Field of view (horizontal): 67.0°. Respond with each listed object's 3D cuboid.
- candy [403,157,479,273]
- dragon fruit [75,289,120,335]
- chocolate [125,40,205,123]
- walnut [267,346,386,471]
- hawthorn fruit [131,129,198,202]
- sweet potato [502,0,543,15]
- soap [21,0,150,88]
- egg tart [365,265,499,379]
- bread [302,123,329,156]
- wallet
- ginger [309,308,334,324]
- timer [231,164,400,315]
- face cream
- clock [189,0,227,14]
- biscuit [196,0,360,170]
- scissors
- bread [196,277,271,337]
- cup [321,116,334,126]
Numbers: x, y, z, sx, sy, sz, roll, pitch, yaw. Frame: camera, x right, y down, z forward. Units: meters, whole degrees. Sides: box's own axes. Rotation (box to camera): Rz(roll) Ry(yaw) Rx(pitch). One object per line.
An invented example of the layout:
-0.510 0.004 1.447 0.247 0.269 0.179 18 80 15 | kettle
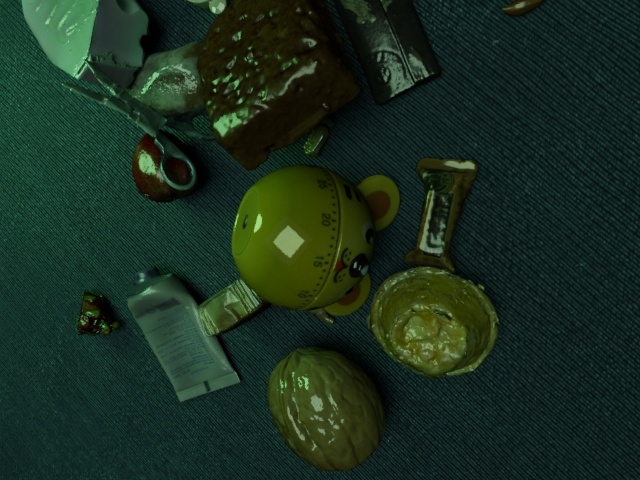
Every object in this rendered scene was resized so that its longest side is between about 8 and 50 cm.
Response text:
0.275 -0.064 1.139 0.143 0.101 0.271 12 95 11 | candy
-0.714 0.241 1.519 0.175 0.142 0.138 31 148 -6 | dragon fruit
-0.438 -0.435 1.339 0.303 0.100 0.185 -7 98 23 | chocolate
0.010 0.410 1.205 0.252 0.277 0.313 -32 92 -18 | walnut
-0.424 -0.222 1.322 0.181 0.181 0.235 -6 95 20 | hawthorn fruit
0.446 -0.513 1.053 0.095 0.034 0.034 -12 93 21 | sweet potato
-0.646 -0.618 1.308 0.261 0.156 0.446 -42 72 18 | soap
0.253 0.211 1.136 0.315 0.120 0.315 8 113 19 | egg tart
-0.010 -0.258 1.244 0.049 0.033 0.088 35 103 27 | bread
0.150 -0.501 1.150 0.170 0.044 0.321 -23 89 22 | wallet
-0.001 0.187 1.303 0.097 0.030 0.048 29 133 16 | ginger
0.000 0.000 1.141 0.387 0.376 0.376 12 105 -27 | timer
-0.425 0.271 1.425 0.235 0.137 0.420 -23 97 19 | face cream
-0.304 -0.698 1.273 0.155 0.063 0.229 -30 90 17 | clock
-0.117 -0.406 1.113 0.342 0.166 0.395 -33 57 23 | biscuit
-0.446 -0.309 1.218 0.383 0.256 0.029 31 151 -23 | scissors
-0.210 0.162 1.284 0.210 0.192 0.110 -34 88 19 | bread
0.010 -0.342 1.190 0.074 0.099 0.102 -42 83 19 | cup
